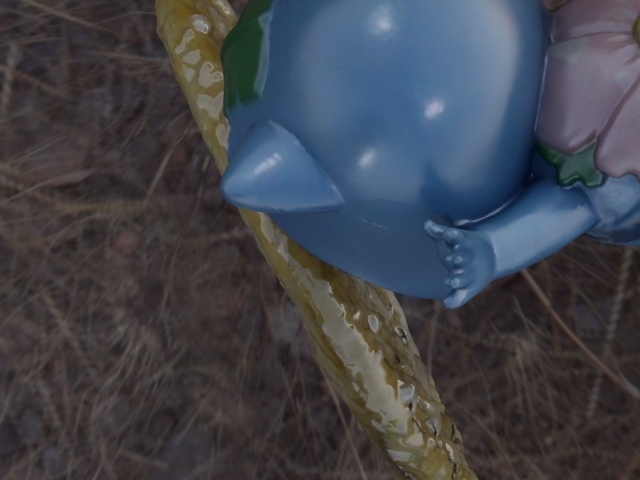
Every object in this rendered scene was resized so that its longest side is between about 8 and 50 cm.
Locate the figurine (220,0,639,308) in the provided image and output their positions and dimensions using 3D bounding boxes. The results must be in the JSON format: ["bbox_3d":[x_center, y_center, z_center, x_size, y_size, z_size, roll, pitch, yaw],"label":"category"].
[{"bbox_3d":[0.061,-0.030,0.460,0.178,0.144,0.114,7,84,5],"label":"figurine"}]

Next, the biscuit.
[{"bbox_3d":[-0.001,0.001,0.590,0.033,0.220,0.219,-29,98,5],"label":"biscuit"}]
